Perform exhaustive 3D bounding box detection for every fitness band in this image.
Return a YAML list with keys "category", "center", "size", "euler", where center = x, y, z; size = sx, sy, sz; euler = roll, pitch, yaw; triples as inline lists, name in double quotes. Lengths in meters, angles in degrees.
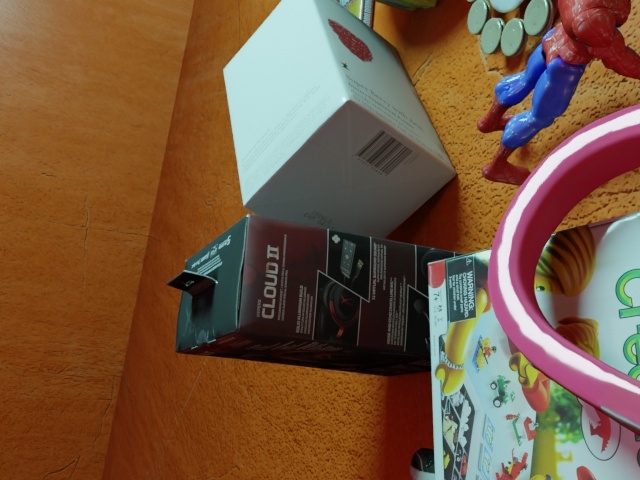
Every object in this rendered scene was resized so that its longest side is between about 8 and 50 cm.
- category: "fitness band"
  center: [0.229, 0.018, 0.446]
  size: [0.209, 0.054, 0.291]
  euler: [-57, 36, -2]

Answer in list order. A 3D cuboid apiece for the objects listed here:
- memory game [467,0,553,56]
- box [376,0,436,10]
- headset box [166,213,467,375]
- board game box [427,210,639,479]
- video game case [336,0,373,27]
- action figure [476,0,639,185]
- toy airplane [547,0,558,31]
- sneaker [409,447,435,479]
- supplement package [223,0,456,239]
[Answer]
- category: "memory game"
  center: [0.193, -0.272, 0.741]
  size: [0.186, 0.012, 0.186]
  euler: [-178, 90, -69]
- category: "box"
  center: [0.133, -0.415, 0.959]
  size: [0.087, 0.058, 0.232]
  euler: [-147, 69, -65]
- category: "headset box"
  center: [-0.005, 0.067, 0.772]
  size: [0.218, 0.293, 0.110]
  euler: [151, 125, -63]
- category: "board game box"
  center: [0.173, 0.144, 0.541]
  size: [0.193, 0.053, 0.305]
  euler: [-18, 62, 39]
- category: "video game case"
  center: [0.029, -0.335, 1.215]
  size: [0.204, 0.025, 0.285]
  euler: [160, 117, -65]
- category: "action figure"
  center: [0.226, -0.143, 0.604]
  size: [0.280, 0.139, 0.091]
  euler: [96, 172, -67]
- category: "toy airplane"
  center: [0.214, -0.283, 0.747]
  size: [0.151, 0.028, 0.151]
  euler: [-171, 90, -68]
- category: "sneaker"
  center: [0.152, 0.186, 0.657]
  size: [0.178, 0.072, 0.077]
  euler: [-13, 62, 53]
- category: "supplement package"
  center: [0.009, -0.153, 0.933]
  size: [0.175, 0.178, 0.293]
  euler: [-44, 38, 26]
